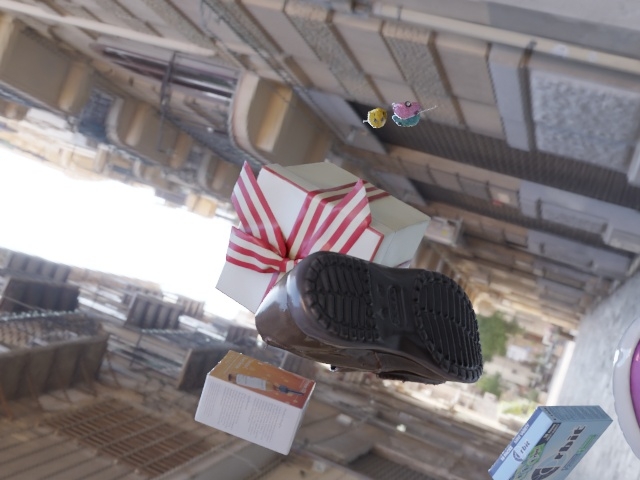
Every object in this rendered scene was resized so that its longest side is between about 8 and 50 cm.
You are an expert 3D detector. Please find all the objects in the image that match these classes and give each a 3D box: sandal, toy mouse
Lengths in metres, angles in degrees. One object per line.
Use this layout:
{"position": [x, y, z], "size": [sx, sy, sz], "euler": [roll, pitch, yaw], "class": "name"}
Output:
{"position": [0.461, 0.237, 0.870], "size": [0.169, 0.102, 0.416], "euler": [-48, -62, -25], "class": "sandal"}
{"position": [0.169, -0.252, 1.532], "size": [0.161, 0.143, 0.031], "euler": [135, 130, -83], "class": "toy mouse"}

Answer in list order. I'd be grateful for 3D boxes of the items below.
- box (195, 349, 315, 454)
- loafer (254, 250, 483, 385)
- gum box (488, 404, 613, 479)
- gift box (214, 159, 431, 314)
{"position": [-0.110, 0.278, 1.319], "size": [0.130, 0.171, 0.091], "euler": [-49, -23, -76], "class": "box"}
{"position": [0.067, 0.099, 0.913], "size": [0.366, 0.130, 0.133], "euler": [24, -124, -42], "class": "loafer"}
{"position": [0.398, 0.354, 1.306], "size": [0.184, 0.041, 0.157], "euler": [11, -61, -38], "class": "gum box"}
{"position": [0.000, 0.000, 1.210], "size": [0.258, 0.255, 0.276], "euler": [-20, -48, -61], "class": "gift box"}
